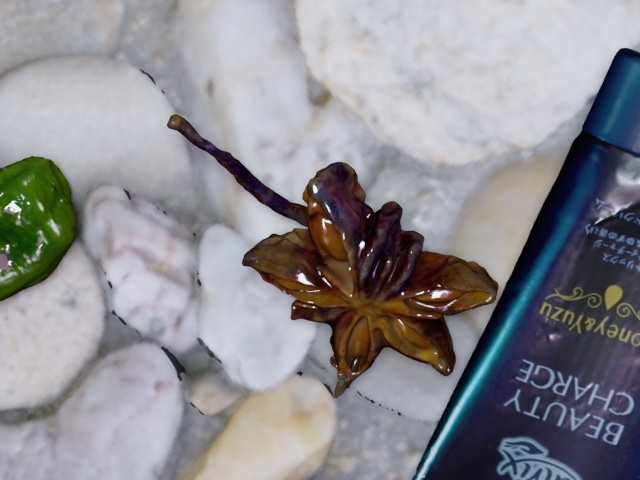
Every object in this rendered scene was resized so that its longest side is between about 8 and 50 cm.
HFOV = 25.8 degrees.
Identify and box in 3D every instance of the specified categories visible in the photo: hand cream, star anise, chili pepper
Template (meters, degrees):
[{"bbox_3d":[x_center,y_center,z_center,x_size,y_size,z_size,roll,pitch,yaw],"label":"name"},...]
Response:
[{"bbox_3d":[0.139,0.044,0.702,0.120,0.061,0.270,20,104,2],"label":"hand cream"},{"bbox_3d":[0.000,0.000,0.702,0.191,0.070,0.097,38,128,-15],"label":"star anise"},{"bbox_3d":[-0.226,0.018,0.744,0.204,0.073,0.072,-21,104,10],"label":"chili pepper"}]
